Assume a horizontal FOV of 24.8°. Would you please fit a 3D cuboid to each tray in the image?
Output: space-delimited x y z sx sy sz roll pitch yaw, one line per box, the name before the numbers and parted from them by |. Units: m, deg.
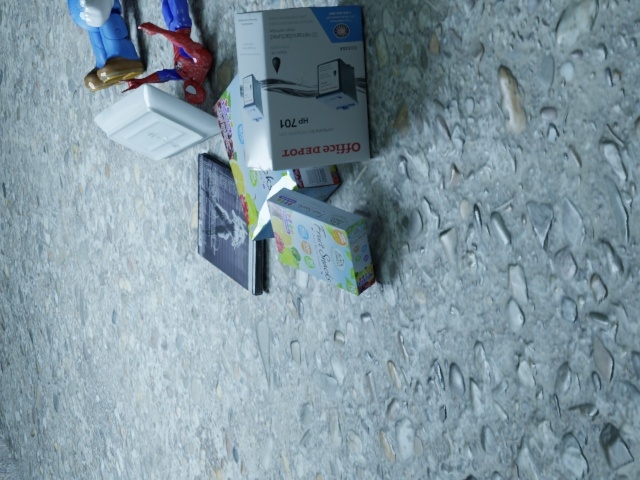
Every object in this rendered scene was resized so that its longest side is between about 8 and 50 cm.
tray | -0.252 -0.171 2.233 0.270 0.145 0.030 -15 53 64

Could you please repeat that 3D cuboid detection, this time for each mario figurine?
mario figurine | -0.414 -0.412 2.450 0.198 0.170 0.321 -17 89 29

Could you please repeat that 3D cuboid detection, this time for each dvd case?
dvd case | -0.135 -0.028 2.171 0.221 0.018 0.165 31 123 59

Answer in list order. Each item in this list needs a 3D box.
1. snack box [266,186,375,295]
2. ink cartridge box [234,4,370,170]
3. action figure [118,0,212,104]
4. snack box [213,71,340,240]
snack box | 0.000 0.000 1.808 0.141 0.037 0.100 23 138 39
ink cartridge box | -0.021 -0.185 1.757 0.082 0.139 0.191 8 105 61
action figure | -0.248 -0.329 2.194 0.091 0.139 0.280 -45 59 59
snack box | -0.061 -0.129 1.933 0.174 0.070 0.207 -44 59 57
